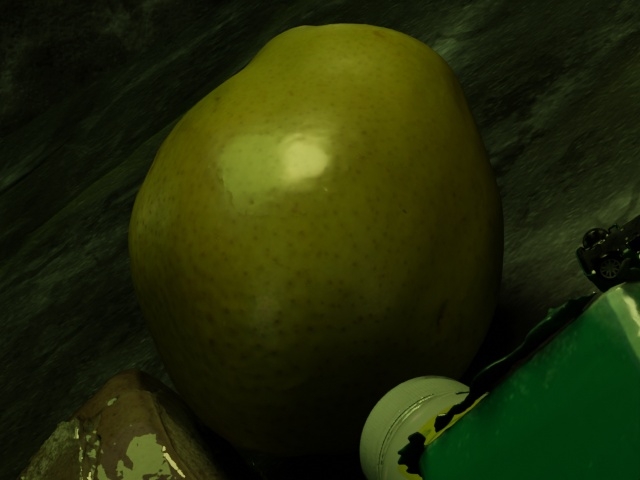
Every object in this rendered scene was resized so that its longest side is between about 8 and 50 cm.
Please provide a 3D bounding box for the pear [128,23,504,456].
[{"bbox_3d":[0.000,0.000,1.717,0.362,0.362,0.418,2,73,58],"label":"pear"}]

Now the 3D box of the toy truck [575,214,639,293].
[{"bbox_3d":[0.307,0.001,1.636,0.147,0.079,0.065,-32,23,10],"label":"toy truck"}]

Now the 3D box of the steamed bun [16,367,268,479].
[{"bbox_3d":[-0.191,0.252,1.726,0.251,0.199,0.301,-37,22,0],"label":"steamed bun"}]

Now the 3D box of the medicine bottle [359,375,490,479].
[{"bbox_3d":[0.130,0.198,1.422,0.143,0.143,0.258,-40,20,-8],"label":"medicine bottle"}]

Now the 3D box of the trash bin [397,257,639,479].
[{"bbox_3d":[0.218,0.212,0.896,0.295,0.259,0.381,-44,44,27],"label":"trash bin"}]
